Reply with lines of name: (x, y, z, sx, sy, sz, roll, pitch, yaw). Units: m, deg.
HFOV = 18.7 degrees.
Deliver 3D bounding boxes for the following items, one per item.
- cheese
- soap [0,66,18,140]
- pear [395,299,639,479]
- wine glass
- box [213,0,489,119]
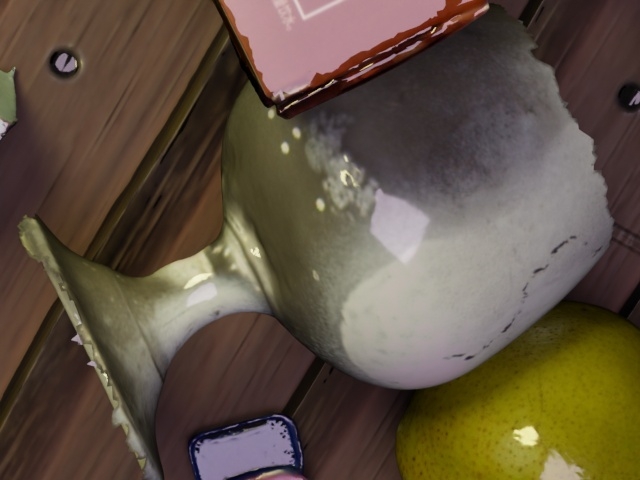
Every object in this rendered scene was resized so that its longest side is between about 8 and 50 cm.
cheese: (-0.025, 0.238, 1.300, 0.155, 0.062, 0.244, -14, 96, -3)
soap: (-0.296, -0.035, 1.187, 0.145, 0.091, 0.230, 34, 97, -14)
pear: (0.150, 0.132, 1.238, 0.198, 0.198, 0.198, -2, 103, -8)
wine glass: (0.000, 0.000, 1.167, 0.323, 0.238, 0.238, -24, 104, -5)
box: (-0.069, -0.284, 1.031, 0.122, 0.344, 0.385, -26, 105, 0)
